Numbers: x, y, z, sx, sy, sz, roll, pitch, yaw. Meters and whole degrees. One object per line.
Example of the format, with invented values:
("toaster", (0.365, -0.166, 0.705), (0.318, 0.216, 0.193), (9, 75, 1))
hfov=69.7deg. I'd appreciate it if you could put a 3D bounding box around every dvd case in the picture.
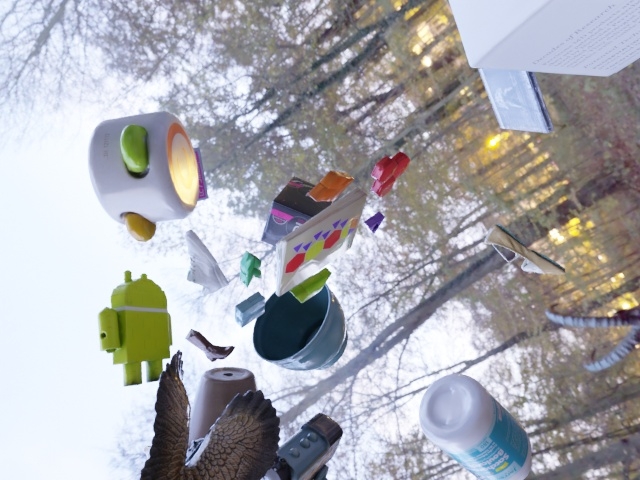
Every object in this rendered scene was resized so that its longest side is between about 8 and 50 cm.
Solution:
("dvd case", (0.446, -0.330, 1.060), (0.165, 0.018, 0.221), (61, -177, -17))

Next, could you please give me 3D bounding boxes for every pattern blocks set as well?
("pattern blocks set", (0.000, 0.000, 0.721), (0.026, 0.285, 0.325), (42, -134, 23))

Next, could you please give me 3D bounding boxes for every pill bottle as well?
("pill bottle", (0.325, 0.392, 0.926), (0.264, 0.146, 0.146), (44, -151, -27))

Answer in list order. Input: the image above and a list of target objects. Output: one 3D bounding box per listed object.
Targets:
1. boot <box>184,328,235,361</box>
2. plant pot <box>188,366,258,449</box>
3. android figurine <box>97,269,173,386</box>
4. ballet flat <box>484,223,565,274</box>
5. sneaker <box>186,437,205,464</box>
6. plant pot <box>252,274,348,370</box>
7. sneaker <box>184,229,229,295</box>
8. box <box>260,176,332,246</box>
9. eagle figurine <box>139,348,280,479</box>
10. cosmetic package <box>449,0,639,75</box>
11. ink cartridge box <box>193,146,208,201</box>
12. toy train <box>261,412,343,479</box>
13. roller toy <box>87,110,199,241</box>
("boot", (-0.302, 0.277, 1.247), (0.114, 0.106, 0.037), (52, -153, -19))
("plant pot", (-0.261, 0.486, 1.287), (0.263, 0.263, 0.229), (3, -89, -57))
("android figurine", (-0.435, 0.207, 1.110), (0.248, 0.056, 0.273), (30, -131, -72))
("ballet flat", (0.571, 0.043, 1.300), (0.232, 0.073, 0.080), (37, -170, 12))
("sneaker", (-0.282, 0.533, 1.047), (0.276, 0.098, 0.135), (-23, -142, -37))
("plant pot", (-0.037, 0.280, 1.419), (0.196, 0.293, 0.293), (46, -153, -35))
("sneaker", (-0.328, 0.070, 1.243), (0.080, 0.094, 0.212), (44, 160, 50))
("box", (-0.065, -0.080, 1.466), (0.165, 0.143, 0.270), (22, -154, 0))
("eagle figurine", (-0.213, 0.355, 0.723), (0.225, 0.298, 0.226), (29, 165, 15))
("cosmetic package", (0.452, -0.510, 0.756), (0.393, 0.327, 0.329), (-7, -103, -26))
("ink cartridge box", (-0.530, -0.195, 1.521), (0.311, 0.065, 0.186), (-20, -70, -40))
("toy train", (-0.066, 0.594, 1.210), (0.142, 0.190, 0.334), (28, -163, 27))
("roller toy", (-0.313, -0.123, 0.820), (0.191, 0.146, 0.209), (-93, -6, -55))
